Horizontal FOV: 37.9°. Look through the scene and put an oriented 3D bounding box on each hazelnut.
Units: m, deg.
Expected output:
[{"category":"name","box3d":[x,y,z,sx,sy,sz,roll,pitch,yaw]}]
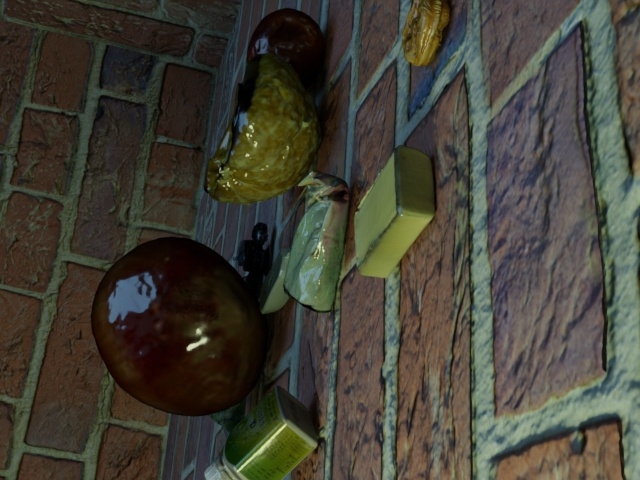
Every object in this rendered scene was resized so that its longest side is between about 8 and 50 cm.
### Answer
[{"category":"hazelnut","box3d":[-0.297,0.188,2.045,0.421,0.353,0.421,35,136,41]}]

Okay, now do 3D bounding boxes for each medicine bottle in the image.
[{"category":"medicine bottle","box3d":[-0.102,0.357,1.585,0.188,0.088,0.132,-45,21,7]}]

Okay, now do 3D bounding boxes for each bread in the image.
[{"category":"bread","box3d":[0.151,-0.304,1.342,0.083,0.044,0.111,-101,24,-49]}]

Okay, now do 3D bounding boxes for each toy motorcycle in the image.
[{"category":"toy motorcycle","box3d":[-0.166,0.065,2.237,0.122,0.082,0.213,127,152,-59]}]

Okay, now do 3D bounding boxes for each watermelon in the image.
[{"category":"watermelon","box3d":[-0.219,0.388,2.228,0.080,0.101,0.155,116,173,-81]}]

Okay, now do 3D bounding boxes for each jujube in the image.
[{"category":"jujube","box3d":[-0.077,-0.416,2.116,0.255,0.190,0.190,63,-143,-85]}]

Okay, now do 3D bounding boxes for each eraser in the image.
[{"category":"eraser","box3d":[0.101,-0.037,1.299,0.172,0.058,0.117,120,156,-53]}]

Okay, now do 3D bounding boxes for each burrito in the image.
[{"category":"burrito","box3d":[0.000,0.000,1.626,0.144,0.089,0.229,34,114,60]}]

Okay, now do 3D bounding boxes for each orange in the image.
[{"category":"orange","box3d":[-0.110,-0.219,1.968,0.369,0.210,0.271,119,159,-57]}]

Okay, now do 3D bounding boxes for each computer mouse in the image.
[{"category":"computer mouse","box3d":[-0.077,0.081,1.922,0.182,0.056,0.089,118,155,-43]}]

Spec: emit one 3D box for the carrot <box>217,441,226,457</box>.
[{"category":"carrot","box3d":[-0.213,0.558,2.026,0.102,0.102,0.263,131,148,-64]}]
